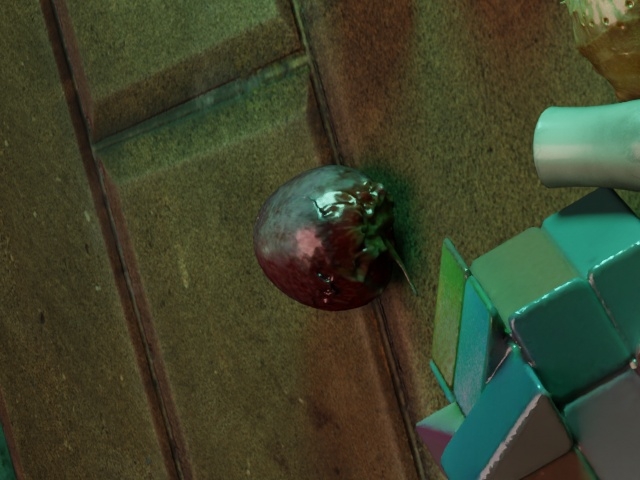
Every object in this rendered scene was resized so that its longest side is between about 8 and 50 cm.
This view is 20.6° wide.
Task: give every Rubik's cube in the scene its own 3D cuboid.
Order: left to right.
[{"bbox_3d":[0.279,0.150,1.869,0.387,0.358,0.368,59,180,28],"label":"Rubik's cube"}]

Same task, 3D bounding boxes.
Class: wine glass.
[{"bbox_3d":[0.340,-0.097,1.825,0.231,0.103,0.103,0,103,37],"label":"wine glass"}]

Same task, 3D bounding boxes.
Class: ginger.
[{"bbox_3d":[0.326,-0.235,1.837,0.157,0.102,0.216,-10,111,52],"label":"ginger"}]

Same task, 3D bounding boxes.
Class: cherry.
[{"bbox_3d":[0.000,0.000,2.333,0.249,0.175,0.192,-1,113,57],"label":"cherry"}]
